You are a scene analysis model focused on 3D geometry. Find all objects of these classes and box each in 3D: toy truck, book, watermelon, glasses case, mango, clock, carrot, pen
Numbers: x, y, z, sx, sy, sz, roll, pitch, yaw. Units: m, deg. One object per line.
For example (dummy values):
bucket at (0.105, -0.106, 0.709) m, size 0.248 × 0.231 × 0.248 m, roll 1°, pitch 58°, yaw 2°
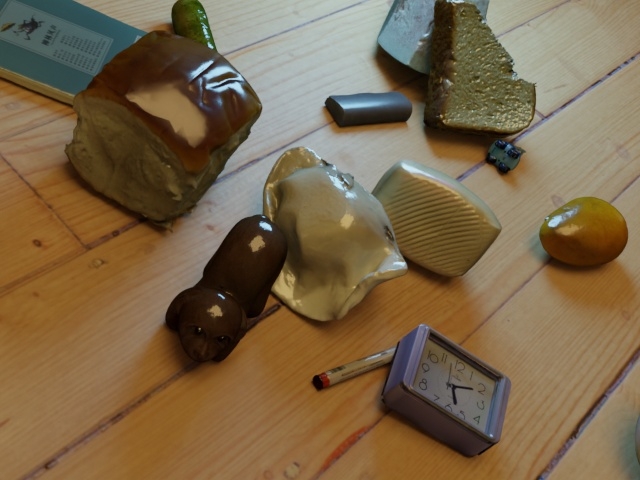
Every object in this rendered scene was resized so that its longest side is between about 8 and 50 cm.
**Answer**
toy truck at (0.413, -0.190, 1.998) m, size 0.073 × 0.056 × 0.090 m, roll 42°, pitch 33°, yaw 18°
book at (-0.479, -0.359, 1.671) m, size 0.379 × 0.031 × 0.264 m, roll 22°, pitch 45°, yaw -11°
watermelon at (0.279, -0.533, 2.067) m, size 0.228 × 0.258 × 0.387 m, roll 21°, pitch 51°, yaw -7°
glasses case at (0.104, -0.281, 1.916) m, size 0.191 × 0.042 × 0.072 m, roll -10°, pitch 51°, yaw -34°
mango at (0.541, -0.019, 1.881) m, size 0.227 × 0.109 × 0.147 m, roll -2°, pitch 78°, yaw -30°
clock at (0.209, 0.244, 1.486) m, size 0.193 × 0.073 × 0.144 m, roll 33°, pitch 46°, yaw -10°
carrot at (-0.221, -0.333, 1.764) m, size 0.074 × 0.074 × 0.358 m, roll -3°, pitch 57°, yaw -30°
pen at (0.079, 0.204, 1.501) m, size 0.218 × 0.026 × 0.026 m, roll -14°, pitch 61°, yaw -37°

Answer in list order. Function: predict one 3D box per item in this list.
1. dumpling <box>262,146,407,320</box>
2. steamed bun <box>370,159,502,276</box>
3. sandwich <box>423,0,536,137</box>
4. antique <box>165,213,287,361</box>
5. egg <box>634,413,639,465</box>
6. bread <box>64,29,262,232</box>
dumpling at (0.000, 0.000, 1.567) m, size 0.243 × 0.187 × 0.318 m, roll -40°, pitch 62°, yaw -4°
steamed bun at (0.208, -0.049, 1.695) m, size 0.239 × 0.170 × 0.152 m, roll 33°, pitch 22°, yaw -2°
sandwich at (0.352, -0.369, 1.976) m, size 0.254 × 0.288 × 0.100 m, roll 0°, pitch 8°, yaw -21°
antique at (-0.137, 0.073, 1.395) m, size 0.121 × 0.143 × 0.257 m, roll 36°, pitch 60°, yaw 1°
egg at (0.640, 0.368, 1.573) m, size 0.271 × 0.161 × 0.206 m, roll 38°, pitch -2°, yaw -41°
bread at (-0.256, -0.202, 1.521) m, size 0.250 × 0.225 × 0.279 m, roll 34°, pitch 46°, yaw 0°
